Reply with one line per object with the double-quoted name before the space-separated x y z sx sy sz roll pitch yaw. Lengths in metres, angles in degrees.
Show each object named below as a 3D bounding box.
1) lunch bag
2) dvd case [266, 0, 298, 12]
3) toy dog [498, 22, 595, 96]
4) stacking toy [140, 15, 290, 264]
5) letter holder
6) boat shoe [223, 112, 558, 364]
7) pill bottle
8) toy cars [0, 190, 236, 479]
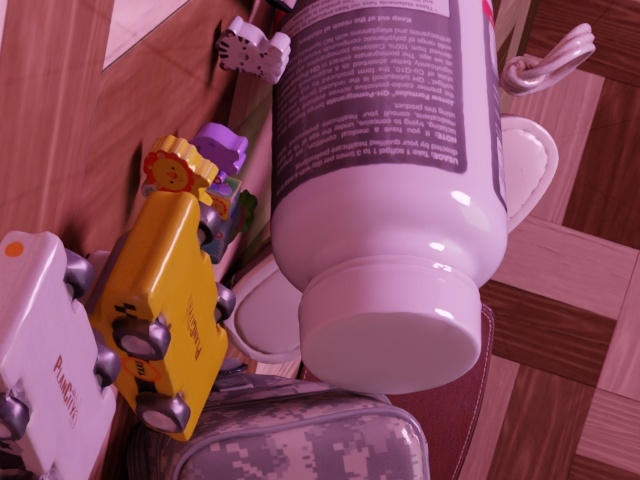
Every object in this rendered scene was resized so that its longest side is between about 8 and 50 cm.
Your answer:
"lunch bag" -0.035 0.259 1.521 0.256 0.212 0.305 -155 -123 -75
"dvd case" 0.006 -0.291 1.366 0.253 0.022 0.180 -65 167 2
"toy dog" 0.081 -0.150 1.784 0.220 0.161 0.333 -27 171 -29
"stacking toy" -0.085 -0.031 1.389 0.221 0.052 0.167 103 10 -45
"letter holder" 0.090 0.174 2.300 0.152 0.214 0.302 -43 150 -72
"boat shoe" 0.056 -0.014 1.675 0.324 0.116 0.097 -35 -163 13
"pill bottle" 0.050 -0.054 1.459 0.176 0.176 0.319 93 -3 -58
"toy cars" -0.141 0.057 1.116 0.393 0.087 0.176 -25 127 -74
